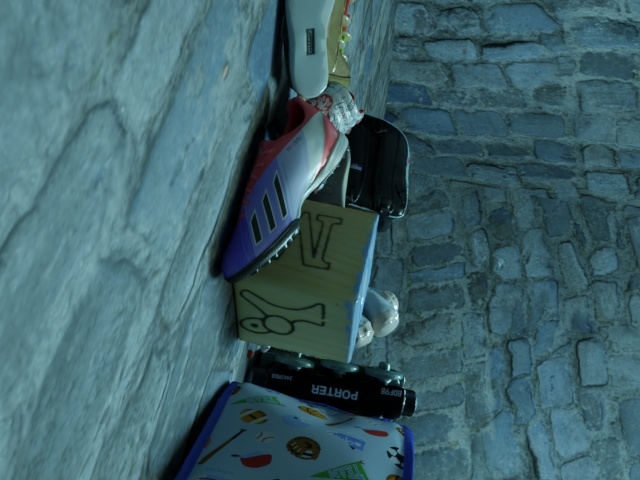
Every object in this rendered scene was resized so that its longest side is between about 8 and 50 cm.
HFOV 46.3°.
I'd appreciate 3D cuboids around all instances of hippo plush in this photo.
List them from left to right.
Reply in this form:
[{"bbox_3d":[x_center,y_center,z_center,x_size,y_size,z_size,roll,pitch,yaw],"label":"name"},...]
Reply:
[{"bbox_3d":[0.062,0.075,1.661,0.294,0.234,0.237,-98,-173,-66],"label":"hippo plush"}]

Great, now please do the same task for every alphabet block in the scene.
[{"bbox_3d":[-0.022,0.062,1.243,0.192,0.197,0.194,95,10,-48],"label":"alphabet block"}]

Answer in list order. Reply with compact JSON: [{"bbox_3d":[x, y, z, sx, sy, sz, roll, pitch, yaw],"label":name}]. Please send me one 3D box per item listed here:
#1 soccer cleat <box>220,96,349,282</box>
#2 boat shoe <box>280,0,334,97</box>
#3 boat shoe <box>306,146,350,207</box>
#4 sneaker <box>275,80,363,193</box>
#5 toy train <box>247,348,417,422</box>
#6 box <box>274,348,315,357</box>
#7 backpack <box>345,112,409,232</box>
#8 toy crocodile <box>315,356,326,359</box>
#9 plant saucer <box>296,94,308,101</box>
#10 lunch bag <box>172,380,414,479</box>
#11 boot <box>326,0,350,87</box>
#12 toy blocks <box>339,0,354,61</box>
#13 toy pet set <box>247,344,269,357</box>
[{"bbox_3d":[-0.072,-0.077,1.097,0.108,0.116,0.318,-16,-145,51],"label":"soccer cleat"},{"bbox_3d":[-0.028,-0.331,1.136,0.070,0.077,0.220,-137,-133,-57],"label":"boat shoe"},{"bbox_3d":[-0.005,-0.041,1.497,0.130,0.132,0.356,78,25,-72],"label":"boat shoe"},{"bbox_3d":[0.012,-0.179,1.325,0.145,0.090,0.270,-38,163,-5],"label":"sneaker"},{"bbox_3d":[0.019,0.288,1.475,0.190,0.333,0.142,171,-71,-82],"label":"toy train"},{"bbox_3d":[-0.039,0.305,1.666,0.183,0.059,0.233,22,50,-82],"label":"box"},{"bbox_3d":[0.086,-0.157,1.703,0.191,0.225,0.254,140,-38,-64],"label":"backpack"},{"bbox_3d":[-0.039,0.413,2.142,0.115,0.105,0.341,95,14,-45],"label":"toy crocodile"},{"bbox_3d":[-0.036,-0.242,1.403,0.083,0.015,0.084,11,90,-83],"label":"plant saucer"},{"bbox_3d":[-0.028,0.373,1.141,0.385,0.327,0.239,-70,172,-70],"label":"lunch bag"},{"bbox_3d":[0.022,-0.408,1.314,0.236,0.089,0.270,-56,155,-74],"label":"boot"},{"bbox_3d":[0.041,-0.455,1.533,0.123,0.054,0.148,64,38,-78],"label":"toy blocks"},{"bbox_3d":[-0.086,0.152,1.406,0.122,0.065,0.114,-66,166,-63],"label":"toy pet set"}]
